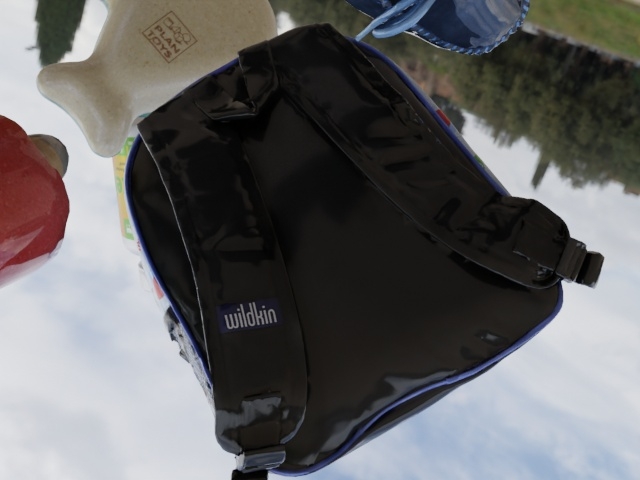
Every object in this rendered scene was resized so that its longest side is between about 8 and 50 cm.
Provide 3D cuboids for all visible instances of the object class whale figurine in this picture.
[{"bbox_3d":[-0.171,-0.187,0.907,0.216,0.141,0.272,48,-122,-10],"label":"whale figurine"}]

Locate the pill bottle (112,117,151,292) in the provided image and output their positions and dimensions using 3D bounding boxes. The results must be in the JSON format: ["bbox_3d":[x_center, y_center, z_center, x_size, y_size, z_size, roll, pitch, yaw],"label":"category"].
[{"bbox_3d":[-0.221,-0.055,1.253,0.136,0.246,0.136,-3,-164,1],"label":"pill bottle"}]

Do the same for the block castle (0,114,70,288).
[{"bbox_3d":[-0.264,-0.192,0.328,0.453,0.303,0.213,37,-149,2],"label":"block castle"}]

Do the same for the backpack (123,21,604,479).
[{"bbox_3d":[0.000,0.000,0.609,0.263,0.276,0.213,60,166,7],"label":"backpack"}]

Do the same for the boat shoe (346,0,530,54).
[{"bbox_3d":[0.027,-0.150,0.410,0.258,0.109,0.089,21,-155,-44],"label":"boat shoe"}]
